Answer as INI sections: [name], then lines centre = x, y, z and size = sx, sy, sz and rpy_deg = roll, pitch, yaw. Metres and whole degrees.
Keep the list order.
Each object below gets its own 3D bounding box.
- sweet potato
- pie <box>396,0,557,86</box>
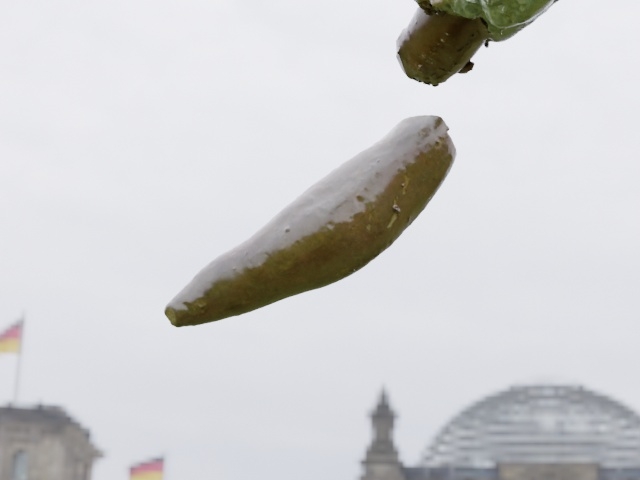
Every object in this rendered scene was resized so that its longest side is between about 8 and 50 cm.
[sweet potato]
centre = 0.000, 0.000, 1.189
size = 0.244, 0.077, 0.077
rpy_deg = -38, -21, -6
[pie]
centre = 0.167, -0.249, 1.227
size = 0.105, 0.257, 0.274
rpy_deg = 38, -20, -9
